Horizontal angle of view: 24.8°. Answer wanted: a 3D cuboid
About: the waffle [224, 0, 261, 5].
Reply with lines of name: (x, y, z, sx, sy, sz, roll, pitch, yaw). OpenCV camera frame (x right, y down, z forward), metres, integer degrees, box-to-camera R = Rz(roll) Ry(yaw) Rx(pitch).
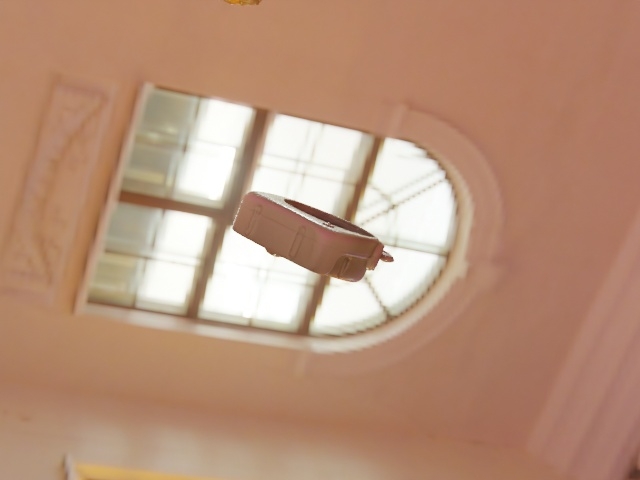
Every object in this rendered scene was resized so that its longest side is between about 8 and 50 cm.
waffle: (-0.067, -0.423, 1.747, 0.229, 0.057, 0.219, 140, -46, -66)

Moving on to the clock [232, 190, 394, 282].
clock: (0.000, 0.000, 1.750, 0.151, 0.191, 0.062, 26, -83, 34)
